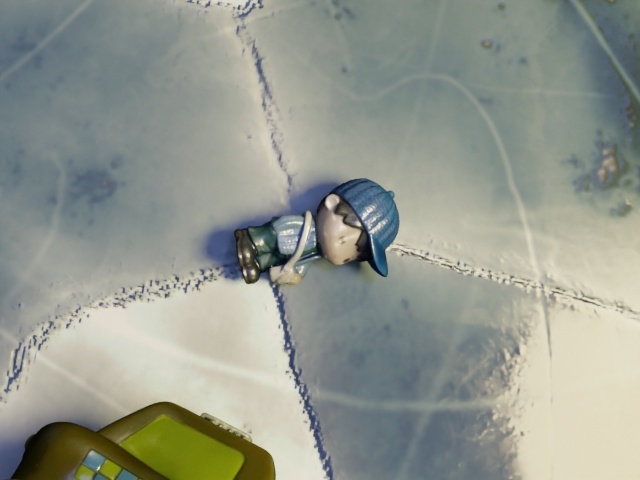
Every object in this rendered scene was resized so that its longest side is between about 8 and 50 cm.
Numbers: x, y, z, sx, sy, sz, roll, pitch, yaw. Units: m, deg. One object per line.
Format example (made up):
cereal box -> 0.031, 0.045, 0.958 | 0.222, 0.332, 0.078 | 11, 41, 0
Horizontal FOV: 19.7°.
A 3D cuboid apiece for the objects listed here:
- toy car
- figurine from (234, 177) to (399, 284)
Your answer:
toy car -> -0.127, 0.220, 1.427 | 0.248, 0.204, 0.198 | 24, 60, 13
figurine -> -0.002, -0.007, 1.524 | 0.136, 0.077, 0.079 | -5, 50, 7
